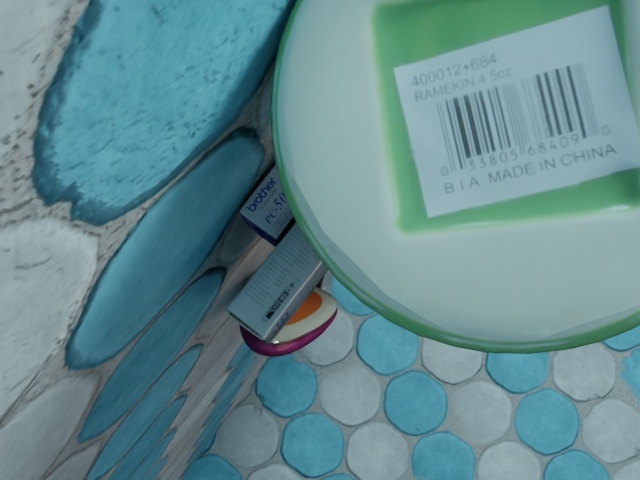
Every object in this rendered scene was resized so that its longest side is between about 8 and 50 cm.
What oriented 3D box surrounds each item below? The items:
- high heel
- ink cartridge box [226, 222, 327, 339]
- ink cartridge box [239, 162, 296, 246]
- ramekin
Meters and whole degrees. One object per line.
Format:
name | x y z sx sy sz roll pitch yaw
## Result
high heel | -0.056 0.126 1.039 0.377 0.127 0.181 -48 162 -72
ink cartridge box | 0.000 0.000 0.717 0.224 0.045 0.223 -53 177 -8
ink cartridge box | 0.006 -0.089 0.697 0.207 0.046 0.097 -53 176 -6
ramekin | 0.117 -0.075 0.453 0.303 0.303 0.148 -55 168 12
